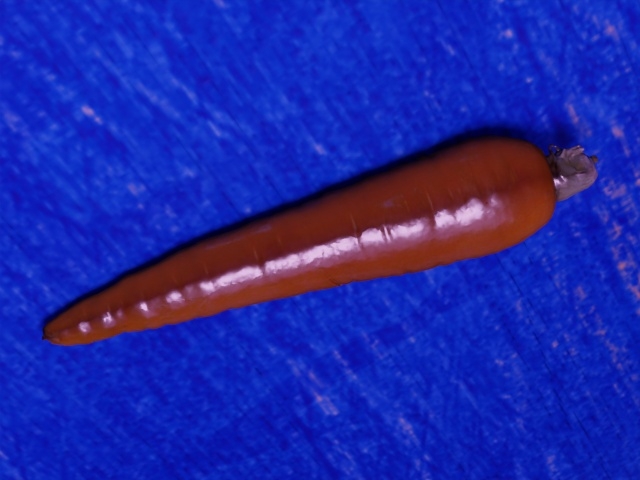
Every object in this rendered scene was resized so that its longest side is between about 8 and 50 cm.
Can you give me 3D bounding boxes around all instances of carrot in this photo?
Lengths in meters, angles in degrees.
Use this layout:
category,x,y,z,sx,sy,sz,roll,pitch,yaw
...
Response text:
category,x,y,z,sx,sy,sz,roll,pitch,yaw
carrot,0.000,0.000,1.084,0.336,0.069,0.069,-15,140,-4
